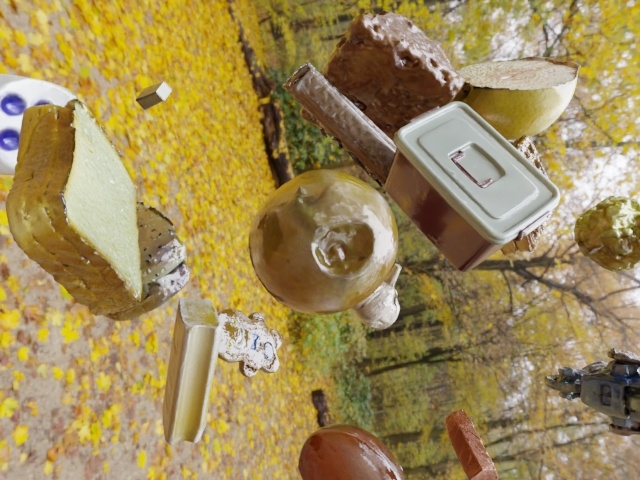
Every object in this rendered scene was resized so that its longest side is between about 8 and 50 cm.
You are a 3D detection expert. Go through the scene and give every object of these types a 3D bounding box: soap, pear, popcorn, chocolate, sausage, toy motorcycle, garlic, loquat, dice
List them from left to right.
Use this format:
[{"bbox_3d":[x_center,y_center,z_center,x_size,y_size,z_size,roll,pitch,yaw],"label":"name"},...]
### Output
[{"bbox_3d":[-0.781,-0.283,1.219,0.259,0.251,0.243,-1,96,-61],"label":"dice"},{"bbox_3d":[-0.288,0.282,1.061,0.173,0.089,0.274,-144,-117,-64],"label":"soap"},{"bbox_3d":[0.000,0.000,0.596,0.227,0.179,0.179,-154,-129,-77],"label":"loquat"},{"bbox_3d":[0.066,-0.243,1.016,0.329,0.102,0.065,42,-14,-8],"label":"chocolate"},{"bbox_3d":[0.187,0.160,1.536,0.218,0.212,0.218,43,15,-14],"label":"garlic"},{"bbox_3d":[0.308,0.424,1.007,0.169,0.065,0.065,-107,-177,-59],"label":"sausage"},{"bbox_3d":[0.563,-0.411,1.427,0.340,0.386,0.191,-130,-150,-52],"label":"pear"},{"bbox_3d":[0.715,-0.016,1.150,0.185,0.167,0.187,40,8,26],"label":"popcorn"},{"bbox_3d":[0.712,0.363,1.099,0.319,0.241,0.182,-3,-121,64],"label":"toy motorcycle"}]

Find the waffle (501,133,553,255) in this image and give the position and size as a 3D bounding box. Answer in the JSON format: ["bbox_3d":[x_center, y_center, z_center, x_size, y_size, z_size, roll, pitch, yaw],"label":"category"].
[{"bbox_3d":[0.494,-0.118,1.205,0.308,0.091,0.213,-42,106,-44],"label":"waffle"}]

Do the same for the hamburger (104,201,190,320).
[{"bbox_3d":[-0.517,0.059,1.287,0.318,0.277,0.195,27,-37,33],"label":"hamburger"}]

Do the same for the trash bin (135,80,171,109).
[{"bbox_3d":[-0.487,-0.425,1.405,0.043,0.092,0.061,52,46,-39],"label":"trash bin"}]

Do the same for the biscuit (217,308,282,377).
[{"bbox_3d":[-0.192,0.264,1.252,0.236,0.039,0.180,30,50,-36],"label":"biscuit"}]

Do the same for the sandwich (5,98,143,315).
[{"bbox_3d":[-0.272,-0.042,0.556,0.186,0.065,0.215,76,-4,-55],"label":"sandwich"}]

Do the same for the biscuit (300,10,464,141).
[{"bbox_3d":[0.163,-0.429,1.366,0.395,0.342,0.166,-41,-156,54],"label":"biscuit"}]

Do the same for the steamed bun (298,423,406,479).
[{"bbox_3d":[0.112,0.684,1.318,0.379,0.248,0.235,63,0,20],"label":"steamed bun"}]

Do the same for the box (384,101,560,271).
[{"bbox_3d":[0.264,-0.094,0.905,0.294,0.193,0.167,51,-26,20],"label":"box"}]
